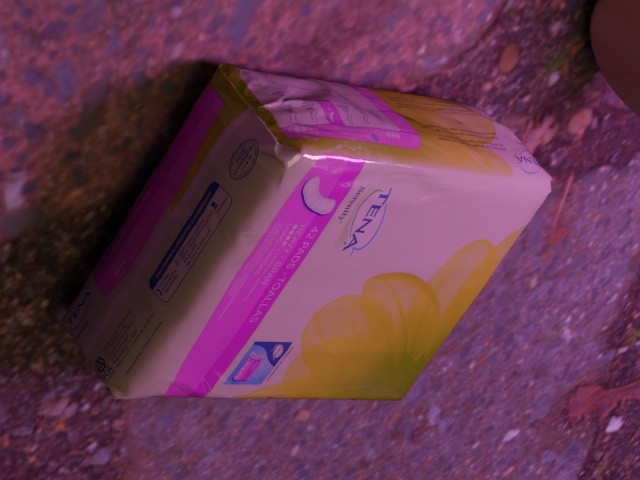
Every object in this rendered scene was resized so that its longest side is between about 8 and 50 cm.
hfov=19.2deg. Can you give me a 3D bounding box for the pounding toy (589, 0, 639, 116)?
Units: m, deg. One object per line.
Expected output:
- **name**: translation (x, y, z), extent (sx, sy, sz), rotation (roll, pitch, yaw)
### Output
- **pounding toy**: translation (0.296, -0.176, 1.357), extent (0.110, 0.183, 0.237), rotation (-54, 150, -28)

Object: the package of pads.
- **package of pads**: translation (0.000, 0.000, 1.295), extent (0.296, 0.101, 0.229), rotation (5, 127, -48)
